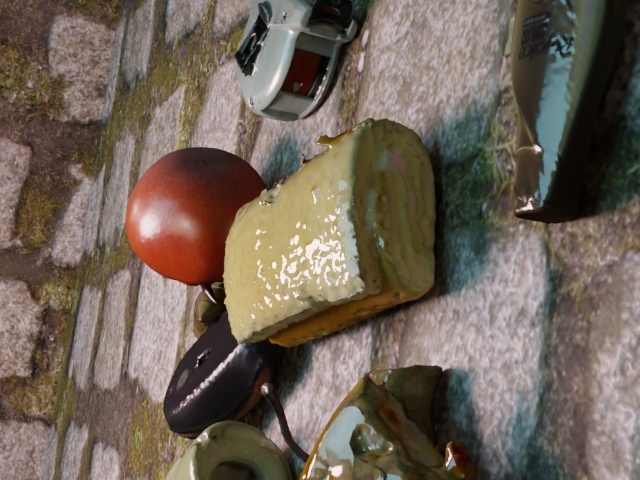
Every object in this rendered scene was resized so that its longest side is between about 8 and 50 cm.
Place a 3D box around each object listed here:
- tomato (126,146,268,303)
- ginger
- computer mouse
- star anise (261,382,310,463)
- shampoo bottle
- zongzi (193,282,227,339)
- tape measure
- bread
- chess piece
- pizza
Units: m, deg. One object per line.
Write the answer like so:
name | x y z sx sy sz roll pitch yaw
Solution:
tomato | -0.202 -0.039 1.527 0.256 0.255 0.224 -119 29 -52
ginger | 0.082 0.268 1.009 0.109 0.116 0.263 3 74 22
computer mouse | -0.141 0.206 1.460 0.323 0.116 0.183 -45 30 31
star anise | -0.021 0.278 1.076 0.218 0.227 0.148 -48 20 41
shampoo bottle | 0.244 -0.193 0.886 0.125 0.084 0.350 3 84 62
zongzi | -0.206 0.158 1.584 0.189 0.081 0.178 -63 -4 31
tape measure | -0.058 -0.327 1.493 0.246 0.125 0.243 -66 29 23
bread | 0.000 0.000 1.207 0.375 0.165 0.237 -28 60 57
chess piece | -0.219 0.459 1.423 0.442 0.234 0.234 -49 39 40
pizza | 0.096 0.285 0.885 0.297 0.071 0.189 42 102 29
